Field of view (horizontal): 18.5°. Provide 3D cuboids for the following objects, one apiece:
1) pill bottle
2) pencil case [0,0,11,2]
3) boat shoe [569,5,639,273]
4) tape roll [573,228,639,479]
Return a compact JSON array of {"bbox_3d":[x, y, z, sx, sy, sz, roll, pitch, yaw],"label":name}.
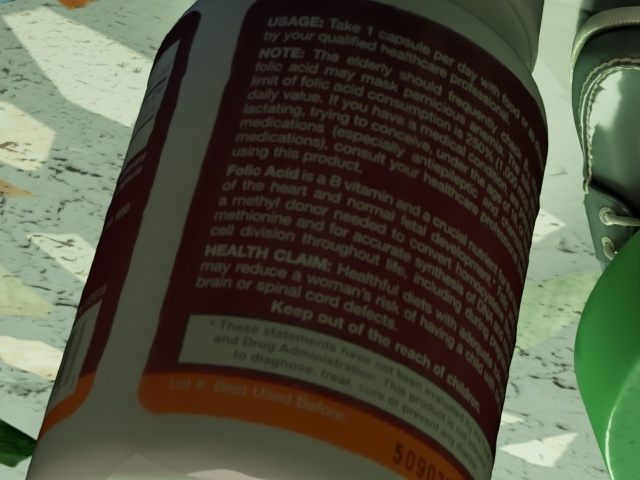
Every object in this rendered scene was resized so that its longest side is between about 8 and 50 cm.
[{"bbox_3d":[0.000,0.000,1.039,0.224,0.392,0.224,10,147,6],"label":"pill bottle"},{"bbox_3d":[-0.067,-0.194,0.996,0.306,0.133,0.119,-3,104,30],"label":"pencil case"},{"bbox_3d":[0.220,-0.014,1.207,0.116,0.099,0.319,0,145,20],"label":"boat shoe"},{"bbox_3d":[0.319,0.066,1.204,0.321,0.077,0.321,-8,138,-7],"label":"tape roll"}]
